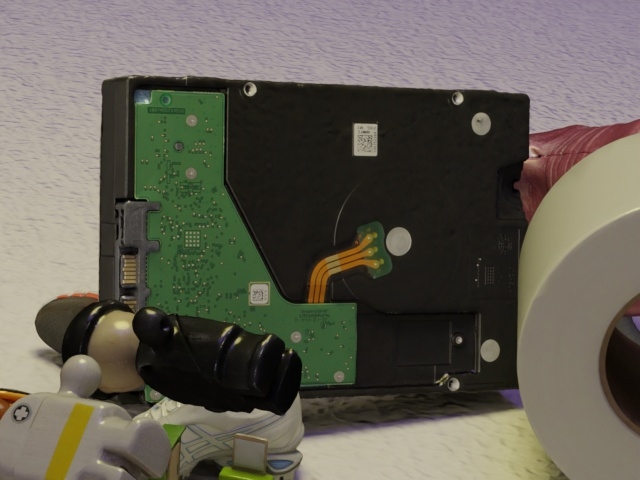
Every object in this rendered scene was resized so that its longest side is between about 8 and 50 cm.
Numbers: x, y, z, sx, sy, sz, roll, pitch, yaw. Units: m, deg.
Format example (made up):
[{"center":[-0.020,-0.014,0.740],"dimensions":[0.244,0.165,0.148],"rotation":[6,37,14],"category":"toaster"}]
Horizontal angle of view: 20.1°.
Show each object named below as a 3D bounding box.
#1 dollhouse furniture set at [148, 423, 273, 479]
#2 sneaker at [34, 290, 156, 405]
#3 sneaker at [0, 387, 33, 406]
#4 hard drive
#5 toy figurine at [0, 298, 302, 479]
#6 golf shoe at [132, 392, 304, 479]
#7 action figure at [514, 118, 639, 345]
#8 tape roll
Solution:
[{"center":[-0.037,0.164,1.191],"dimensions":[0.151,0.059,0.076],"rotation":[9,21,11],"category":"dollhouse furniture set"},{"center":[-0.164,0.085,1.375],"dimensions":[0.158,0.061,0.065],"rotation":[17,30,29],"category":"sneaker"},{"center":[-0.223,0.128,1.179],"dimensions":[0.215,0.083,0.084],"rotation":[10,48,15],"category":"sneaker"},{"center":[0.000,0.000,1.353],"dimensions":[0.339,0.237,0.064],"rotation":[-1,2,-28],"category":"hard drive"},{"center":[-0.114,0.150,1.004],"dimensions":[0.148,0.213,0.209],"rotation":[7,21,30],"category":"toy figurine"},{"center":[-0.097,0.123,1.249],"dimensions":[0.176,0.086,0.069],"rotation":[-4,24,-20],"category":"golf shoe"},{"center":[0.232,-0.059,1.498],"dimensions":[0.275,0.248,0.370],"rotation":[40,-24,-21],"category":"action figure"},{"center":[0.262,0.058,1.291],"dimensions":[0.246,0.246,0.169],"rotation":[7,20,4],"category":"tape roll"}]
